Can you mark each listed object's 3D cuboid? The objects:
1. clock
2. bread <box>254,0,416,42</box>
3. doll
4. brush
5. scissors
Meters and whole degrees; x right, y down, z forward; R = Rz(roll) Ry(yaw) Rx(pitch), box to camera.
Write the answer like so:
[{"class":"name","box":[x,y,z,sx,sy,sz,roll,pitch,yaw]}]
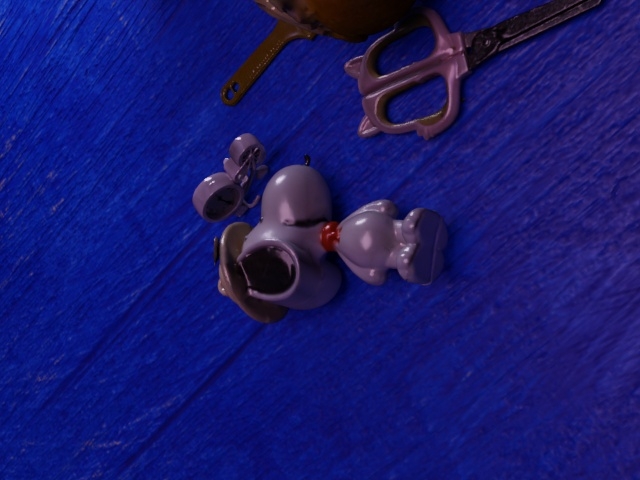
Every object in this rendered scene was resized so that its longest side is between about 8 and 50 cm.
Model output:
[{"class":"clock","box":[-0.109,-0.079,1.143,0.041,0.087,0.129,48,114,31]},{"class":"bread","box":[0.048,-0.413,0.940,0.183,0.236,0.389,21,106,21]},{"class":"doll","box":[0.001,0.020,1.030,0.271,0.144,0.208,27,96,37]},{"class":"brush","box":[-0.063,-0.255,1.159,0.218,0.010,0.083,-45,66,28]},{"class":"scissors","box":[0.164,-0.210,0.988,0.317,0.024,0.160,-18,78,34]}]
